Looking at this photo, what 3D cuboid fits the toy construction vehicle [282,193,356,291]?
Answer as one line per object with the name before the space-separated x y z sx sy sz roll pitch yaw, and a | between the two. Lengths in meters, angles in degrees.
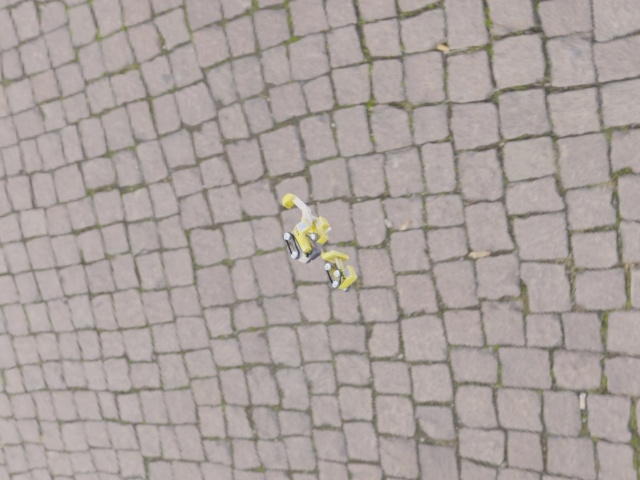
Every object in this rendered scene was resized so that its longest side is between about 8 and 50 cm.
toy construction vehicle | 0.000 0.000 0.770 0.035 0.086 0.098 -37 54 23
